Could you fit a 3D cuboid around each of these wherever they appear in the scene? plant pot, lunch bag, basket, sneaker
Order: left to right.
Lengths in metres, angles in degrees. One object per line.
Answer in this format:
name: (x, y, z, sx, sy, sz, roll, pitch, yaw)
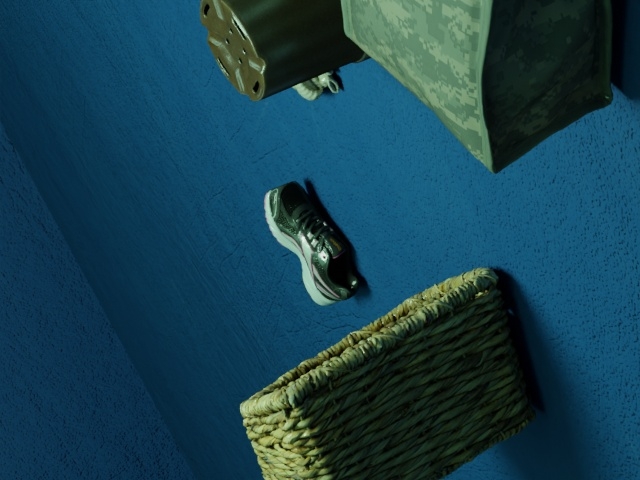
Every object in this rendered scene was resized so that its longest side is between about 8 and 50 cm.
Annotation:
plant pot: (-0.027, -0.238, 2.057, 0.167, 0.165, 0.167, 50, 157, 30)
sneaker: (0.000, 0.000, 2.496, 0.077, 0.072, 0.178, -4, 122, 56)
basket: (0.055, 0.147, 2.191, 0.213, 0.299, 0.223, 36, 151, 53)
lunch bag: (0.125, -0.247, 1.662, 0.235, 0.169, 0.287, 47, 161, 35)

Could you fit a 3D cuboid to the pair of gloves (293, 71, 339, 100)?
pair of gloves: (-0.084, -0.258, 2.277, 0.204, 0.042, 0.240, 29, 161, 54)
